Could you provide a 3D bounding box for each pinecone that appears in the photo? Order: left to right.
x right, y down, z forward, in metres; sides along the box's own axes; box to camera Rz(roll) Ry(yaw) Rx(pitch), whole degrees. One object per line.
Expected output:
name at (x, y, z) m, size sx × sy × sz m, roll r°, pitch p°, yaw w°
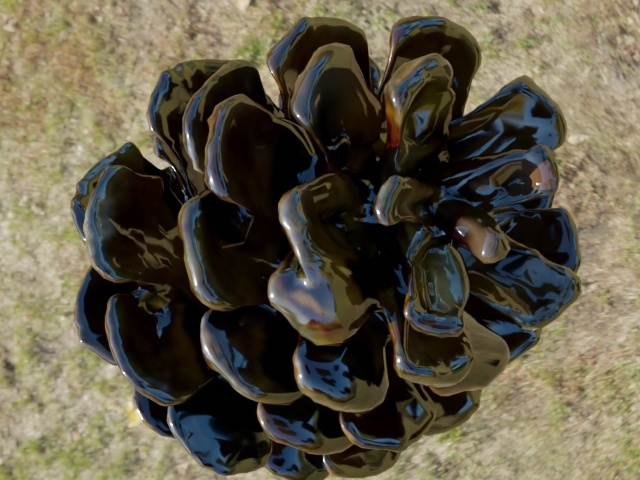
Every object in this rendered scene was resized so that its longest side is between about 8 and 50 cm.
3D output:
pinecone at (0.000, 0.000, 0.488) m, size 0.309 × 0.244 × 0.244 m, roll -33°, pitch 71°, yaw 52°
